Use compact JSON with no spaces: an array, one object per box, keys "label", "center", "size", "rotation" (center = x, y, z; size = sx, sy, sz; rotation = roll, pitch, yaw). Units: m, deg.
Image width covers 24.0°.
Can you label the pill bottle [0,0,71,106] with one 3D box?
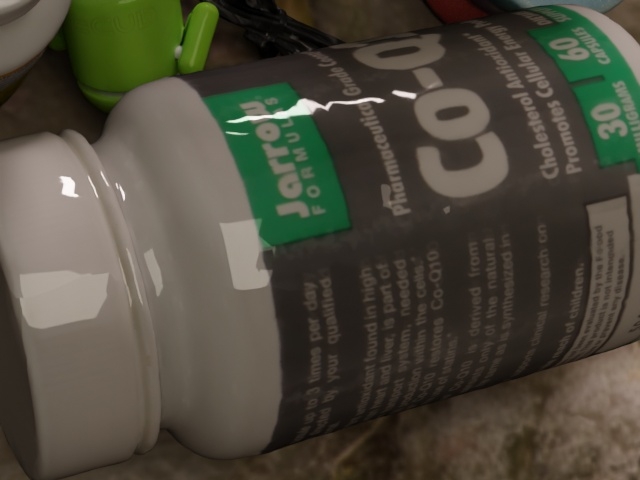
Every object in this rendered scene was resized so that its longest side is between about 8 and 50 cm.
[{"label":"pill bottle","center":[-0.187,-0.128,0.752],"size":[0.117,0.208,0.118],"rotation":[2,84,-20]}]

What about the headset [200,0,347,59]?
[{"label":"headset","center":[0.061,-0.283,0.864],"size":[0.185,0.243,0.394],"rotation":[36,89,-31]}]

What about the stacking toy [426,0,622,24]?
[{"label":"stacking toy","center":[0.222,-0.239,0.954],"size":[0.308,0.130,0.280],"rotation":[12,81,-19]}]

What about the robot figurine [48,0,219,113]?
[{"label":"robot figurine","center":[-0.109,-0.118,0.836],"size":[0.101,0.115,0.067],"rotation":[12,44,22]}]

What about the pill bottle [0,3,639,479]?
[{"label":"pill bottle","center":[0.000,0.000,0.808],"size":[0.361,0.204,0.204],"rotation":[-14,89,-21]}]
